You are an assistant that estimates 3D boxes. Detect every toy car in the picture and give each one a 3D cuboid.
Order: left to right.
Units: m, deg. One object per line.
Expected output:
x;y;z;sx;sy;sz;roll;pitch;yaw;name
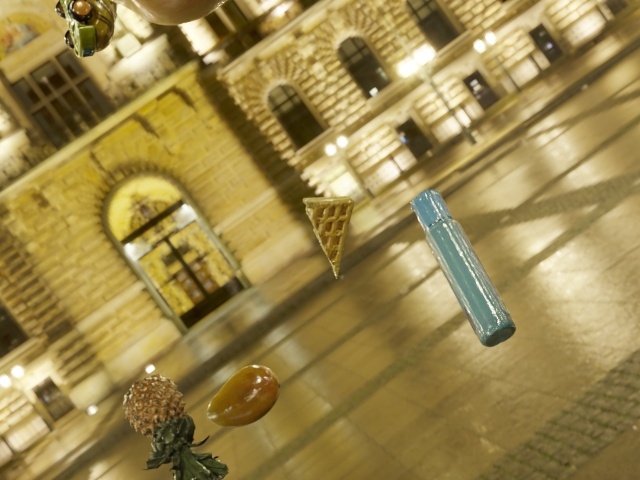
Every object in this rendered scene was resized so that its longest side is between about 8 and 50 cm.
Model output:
-0.585;-0.593;2.215;0.142;0.247;0.200;-15;-2;-21;toy car

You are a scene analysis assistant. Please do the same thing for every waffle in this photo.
0.000;0.000;1.784;0.125;0.032;0.191;-6;-59;-34;waffle

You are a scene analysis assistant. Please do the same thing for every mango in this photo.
-0.160;0.339;1.871;0.163;0.111;0.089;-50;-3;-9;mango

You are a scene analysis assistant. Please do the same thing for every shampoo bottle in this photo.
0.217;0.037;1.355;0.061;0.258;0.104;-28;-22;6;shampoo bottle

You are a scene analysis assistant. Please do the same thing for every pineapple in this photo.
-0.257;0.363;1.581;0.130;0.277;0.119;2;-57;-37;pineapple

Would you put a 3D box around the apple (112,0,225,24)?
-0.277;-0.557;1.458;0.346;0.392;0.391;-61;0;4;apple
